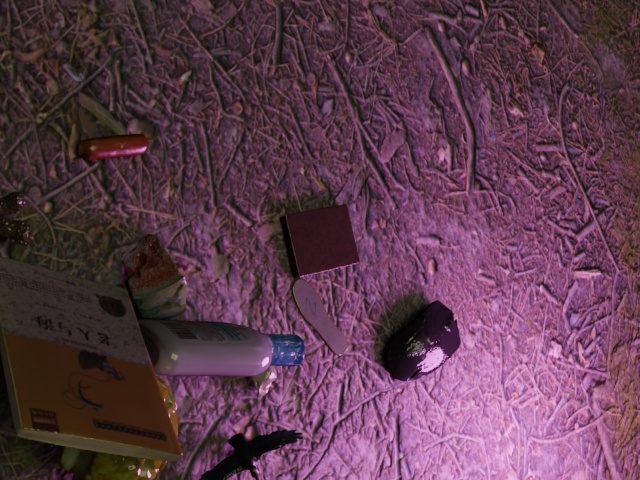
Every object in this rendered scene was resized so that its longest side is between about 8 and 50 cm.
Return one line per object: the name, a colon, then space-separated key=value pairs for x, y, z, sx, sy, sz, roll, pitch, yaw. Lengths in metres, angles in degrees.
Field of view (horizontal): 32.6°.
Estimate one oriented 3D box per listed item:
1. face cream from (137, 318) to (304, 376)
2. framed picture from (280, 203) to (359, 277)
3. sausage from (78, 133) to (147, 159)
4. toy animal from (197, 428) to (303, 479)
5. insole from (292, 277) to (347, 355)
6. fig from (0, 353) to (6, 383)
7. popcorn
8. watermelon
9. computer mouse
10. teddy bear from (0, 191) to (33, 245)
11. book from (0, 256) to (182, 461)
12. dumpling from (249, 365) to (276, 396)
face cream: x=-0.176 y=0.194 z=1.963 sx=0.337 sy=0.163 sz=0.080 roll=6 pitch=102 yaw=-40
framed picture: x=0.000 y=0.000 z=2.234 sx=0.168 sy=0.023 sz=0.128 roll=-12 pitch=89 yaw=-41
sausage: x=-0.370 y=-0.166 z=1.943 sx=0.131 sy=0.041 sz=0.039 roll=-12 pitch=111 yaw=-40
toy animal: x=-0.134 y=0.396 z=1.993 sx=0.220 sy=0.108 sz=0.062 roll=-28 pitch=106 yaw=-5
insole: x=-0.001 y=0.156 z=2.214 sx=0.064 sy=0.004 sz=0.188 roll=-47 pitch=111 yaw=-34
fig: x=-0.461 y=0.185 z=1.736 sx=0.128 sy=0.128 sz=0.150 roll=9 pitch=35 yaw=-39
popcorn: x=-0.326 y=0.310 z=1.780 sx=0.184 sy=0.204 sz=0.221 roll=34 pitch=38 yaw=-21
watermelon: x=-0.295 y=0.062 z=1.922 sx=0.098 sy=0.121 sz=0.158 roll=-14 pitch=86 yaw=-19
computer mouse: x=0.226 y=0.218 z=2.349 sx=0.217 sy=0.073 sz=0.122 roll=-36 pitch=104 yaw=-40
teddy bear: x=-0.550 y=-0.028 z=1.748 sx=0.160 sy=0.078 sz=0.119 roll=-17 pitch=115 yaw=-24
book: x=-0.373 y=0.175 z=1.686 sx=0.269 sy=0.032 sz=0.389 roll=18 pitch=29 yaw=-38
dumpling: x=-0.111 y=0.254 z=2.084 sx=0.052 sy=0.057 sz=0.076 roll=-26 pitch=67 yaw=-6
